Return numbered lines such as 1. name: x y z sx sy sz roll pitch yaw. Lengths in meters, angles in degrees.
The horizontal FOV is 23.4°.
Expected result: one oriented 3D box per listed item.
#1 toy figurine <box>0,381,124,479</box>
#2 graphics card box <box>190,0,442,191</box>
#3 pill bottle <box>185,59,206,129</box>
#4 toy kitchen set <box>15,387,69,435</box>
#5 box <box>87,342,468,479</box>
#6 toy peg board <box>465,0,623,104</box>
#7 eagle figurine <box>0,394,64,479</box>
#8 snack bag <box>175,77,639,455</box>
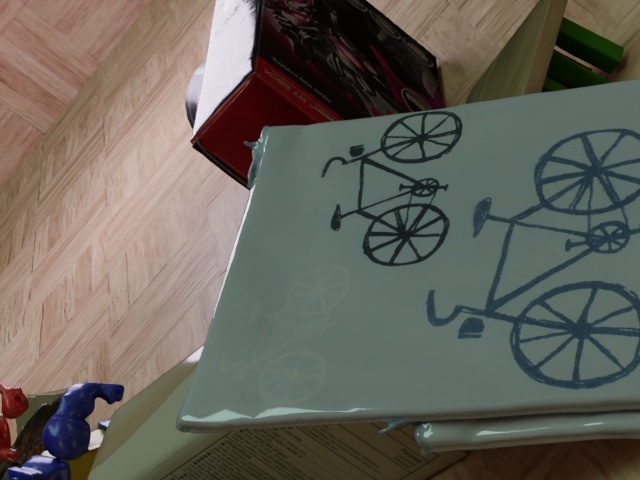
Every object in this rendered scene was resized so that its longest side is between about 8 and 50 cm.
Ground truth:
1. toy figurine: -0.203 0.261 1.401 0.191 0.217 0.363 4 102 51
2. graphics card box: 0.008 -0.133 1.425 0.094 0.233 0.371 -46 20 22
3. pill bottle: -0.065 -0.162 1.795 0.130 0.130 0.245 -56 19 -8
4. toy kitchen set: -0.317 0.220 1.880 0.083 0.075 0.068 -4 1 24
5. box: -0.035 0.146 1.178 0.311 0.148 0.121 -36 26 37
6. toy peg board: 0.172 -0.096 1.252 0.161 0.079 0.161 -55 11 51
7. eagle figurine: -0.386 0.316 1.698 0.298 0.225 0.226 -20 71 6
8. snack bag: 0.086 0.014 1.032 0.342 0.037 0.323 -6 41 17
